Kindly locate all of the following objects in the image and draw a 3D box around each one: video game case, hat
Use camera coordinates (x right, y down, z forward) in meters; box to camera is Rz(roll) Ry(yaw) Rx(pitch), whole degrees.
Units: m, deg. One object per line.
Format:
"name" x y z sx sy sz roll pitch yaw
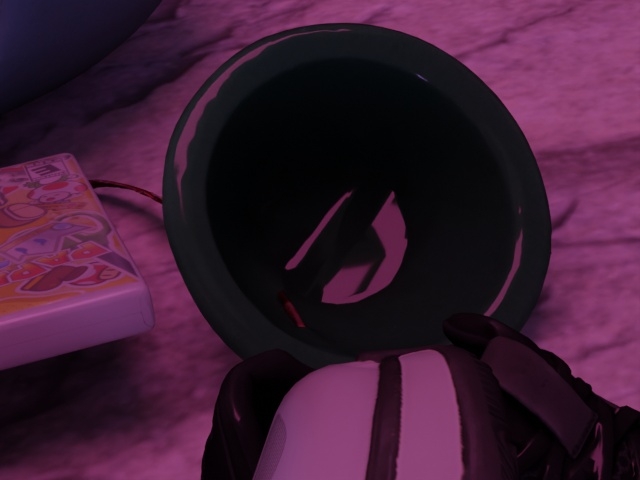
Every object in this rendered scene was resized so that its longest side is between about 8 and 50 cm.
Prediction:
"video game case" -0.206 0.022 0.856 0.227 0.026 0.206 -14 22 -12
"hat" 0.000 0.000 0.917 0.173 0.183 0.208 -26 78 -14

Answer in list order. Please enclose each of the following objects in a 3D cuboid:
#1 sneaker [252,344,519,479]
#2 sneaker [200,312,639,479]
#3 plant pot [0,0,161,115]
"sneaker" -0.102 0.180 0.379 0.258 0.169 0.447 8 45 10
"sneaker" 0.085 0.099 0.629 0.293 0.146 0.102 6 36 23
"plant pot" -0.206 -0.207 1.061 0.293 0.293 0.235 15 22 32
